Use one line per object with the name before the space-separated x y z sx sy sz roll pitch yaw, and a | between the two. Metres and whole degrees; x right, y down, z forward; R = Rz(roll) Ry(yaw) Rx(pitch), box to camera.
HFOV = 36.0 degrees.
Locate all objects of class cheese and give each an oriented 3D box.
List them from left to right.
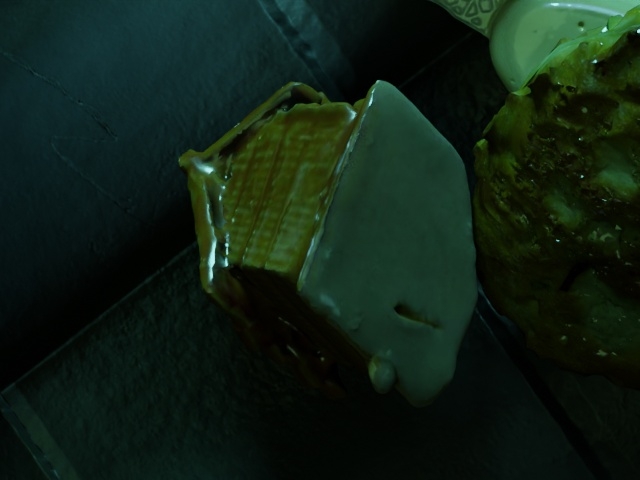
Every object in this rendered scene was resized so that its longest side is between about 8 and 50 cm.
cheese | 0.160 -0.176 0.786 0.235 0.050 0.127 34 113 6

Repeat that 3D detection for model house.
model house | 0.001 0.000 0.827 0.229 0.199 0.219 13 68 51

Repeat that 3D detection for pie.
pie | 0.246 -0.012 0.719 0.288 0.103 0.354 34 144 10
